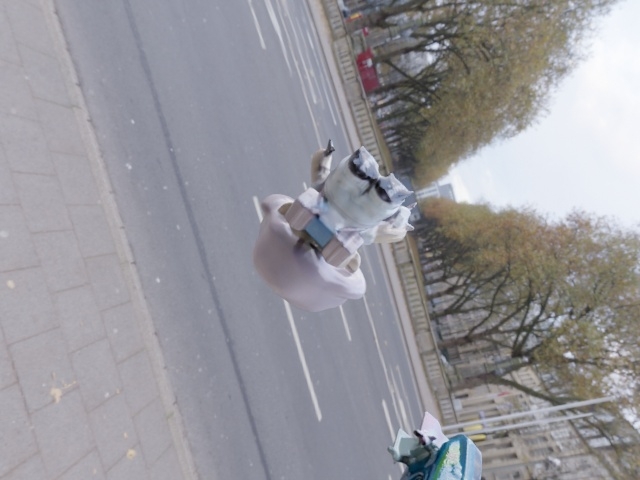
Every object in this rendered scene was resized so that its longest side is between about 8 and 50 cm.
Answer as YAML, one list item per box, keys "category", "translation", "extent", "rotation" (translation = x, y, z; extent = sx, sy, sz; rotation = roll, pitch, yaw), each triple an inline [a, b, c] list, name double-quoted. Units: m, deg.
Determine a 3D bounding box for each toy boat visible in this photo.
- category: "toy boat"
  translation: [0.092, 0.332, 0.490]
  extent: [0.092, 0.134, 0.299]
  rotation: [40, 33, 3]

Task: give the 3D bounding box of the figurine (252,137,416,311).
- category: "figurine"
  translation: [0.000, 0.000, 0.430]
  extent: [0.137, 0.229, 0.112]
  rotation: [39, 54, -4]
